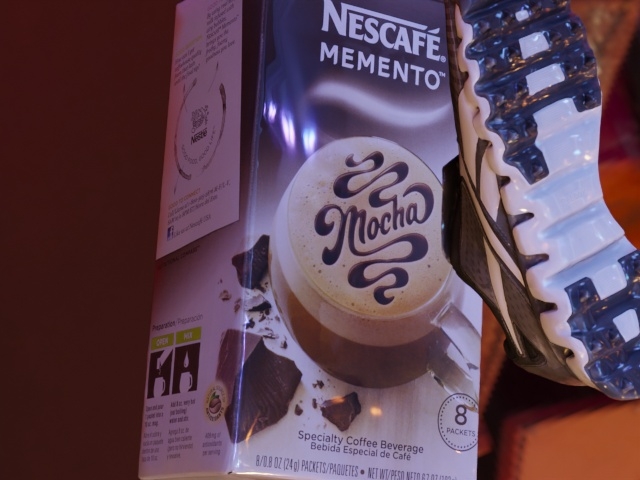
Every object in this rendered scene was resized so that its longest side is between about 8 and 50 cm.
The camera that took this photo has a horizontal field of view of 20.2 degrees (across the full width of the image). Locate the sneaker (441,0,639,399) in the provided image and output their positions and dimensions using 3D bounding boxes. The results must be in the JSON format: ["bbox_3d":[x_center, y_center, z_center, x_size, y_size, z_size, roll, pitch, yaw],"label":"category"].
[{"bbox_3d":[0.094,-0.031,0.890,0.078,0.234,0.106,-23,-172,-33],"label":"sneaker"}]

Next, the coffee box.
[{"bbox_3d":[0.000,0.000,1.070,0.168,0.297,0.119,10,166,-30],"label":"coffee box"}]
